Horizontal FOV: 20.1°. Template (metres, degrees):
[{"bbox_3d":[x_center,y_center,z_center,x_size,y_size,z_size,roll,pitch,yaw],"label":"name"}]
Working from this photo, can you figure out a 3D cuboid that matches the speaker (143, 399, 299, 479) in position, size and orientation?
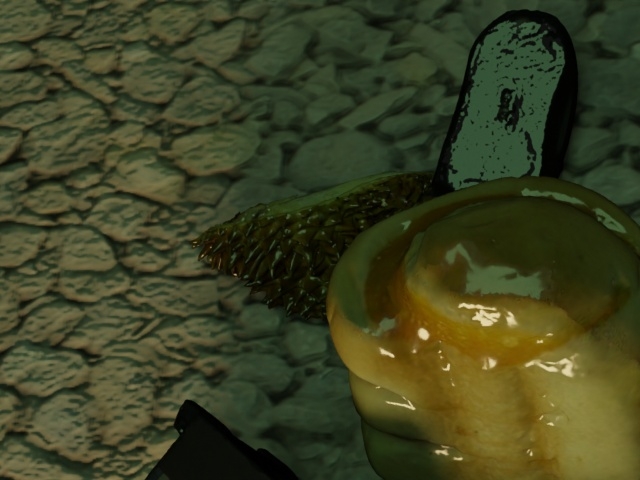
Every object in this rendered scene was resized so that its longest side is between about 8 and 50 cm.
[{"bbox_3d":[-0.048,0.301,1.599,0.254,0.232,0.184,38,86,31],"label":"speaker"}]

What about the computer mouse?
[{"bbox_3d":[0.184,-0.116,1.759,0.122,0.073,0.217,13,81,22],"label":"computer mouse"}]

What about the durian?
[{"bbox_3d":[0.000,0.000,1.781,0.252,0.144,0.139,-19,28,18],"label":"durian"}]

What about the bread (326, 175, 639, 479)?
[{"bbox_3d":[0.167,0.078,1.559,0.300,0.341,0.210,-3,48,21],"label":"bread"}]
